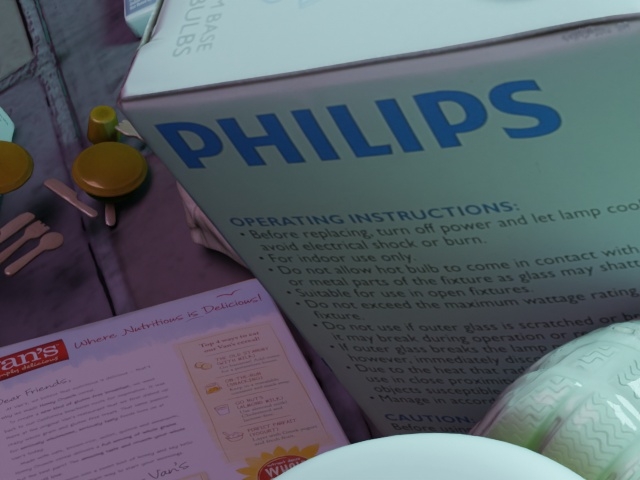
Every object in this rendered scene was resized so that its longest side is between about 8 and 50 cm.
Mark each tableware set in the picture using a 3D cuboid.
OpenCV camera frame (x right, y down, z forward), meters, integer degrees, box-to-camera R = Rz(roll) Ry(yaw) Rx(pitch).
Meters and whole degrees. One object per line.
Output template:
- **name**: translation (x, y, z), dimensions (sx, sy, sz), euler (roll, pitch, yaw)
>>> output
- **tableware set**: translation (-0.177, -0.034, 1.234), dimensions (0.104, 0.024, 0.154), euler (33, 55, 24)

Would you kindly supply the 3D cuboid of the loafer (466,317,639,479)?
- **loafer**: translation (0.085, 0.134, 0.804), dimensions (0.111, 0.319, 0.112), euler (-31, 74, -34)

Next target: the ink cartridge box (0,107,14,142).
- **ink cartridge box**: translation (-0.274, -0.026, 1.290), dimensions (0.109, 0.063, 0.150), euler (-14, 49, 22)

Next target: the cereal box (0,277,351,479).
- **cereal box**: translation (-0.078, 0.111, 0.990), dimensions (0.173, 0.047, 0.240), euler (-15, 30, -9)

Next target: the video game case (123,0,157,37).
- **video game case**: translation (-0.049, -0.244, 1.362), dimensions (0.201, 0.023, 0.183), euler (-22, 45, 15)

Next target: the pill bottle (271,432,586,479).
- **pill bottle**: translation (0.081, 0.223, 0.658), dimensions (0.188, 0.334, 0.188), euler (-17, 47, 19)

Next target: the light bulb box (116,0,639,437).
- **light bulb box**: translation (0.128, -0.097, 0.880), dimensions (0.225, 0.361, 0.358), euler (-6, 51, 28)

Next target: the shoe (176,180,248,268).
- **shoe**: translation (0.000, 0.000, 1.106), dimensions (0.219, 0.076, 0.058), euler (23, 111, 40)
